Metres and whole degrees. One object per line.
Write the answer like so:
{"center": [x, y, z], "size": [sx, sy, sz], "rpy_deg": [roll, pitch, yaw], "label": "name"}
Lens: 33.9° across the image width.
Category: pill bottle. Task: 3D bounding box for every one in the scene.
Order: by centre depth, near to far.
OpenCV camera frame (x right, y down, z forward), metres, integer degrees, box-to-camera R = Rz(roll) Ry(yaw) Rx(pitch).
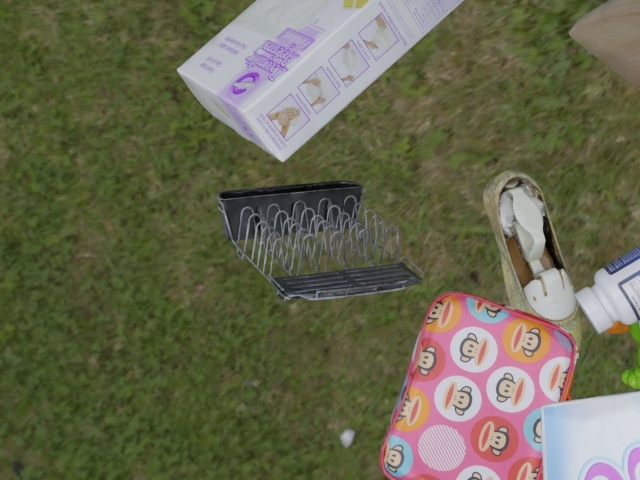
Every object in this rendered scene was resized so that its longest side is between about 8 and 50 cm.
{"center": [0.330, 0.046, 1.098], "size": [0.120, 0.067, 0.067], "rpy_deg": [-32, 92, 7], "label": "pill bottle"}

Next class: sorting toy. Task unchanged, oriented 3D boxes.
{"center": [0.459, -0.228, 1.226], "size": [0.255, 0.257, 0.089], "rpy_deg": [36, 83, -6], "label": "sorting toy"}

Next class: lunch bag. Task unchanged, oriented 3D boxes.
{"center": [0.238, 0.234, 1.465], "size": [0.258, 0.120, 0.293], "rpy_deg": [20, 85, 10], "label": "lunch bag"}

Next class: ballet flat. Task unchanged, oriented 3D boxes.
{"center": [0.375, 0.037, 1.829], "size": [0.123, 0.123, 0.348], "rpy_deg": [-23, 77, 27], "label": "ballet flat"}

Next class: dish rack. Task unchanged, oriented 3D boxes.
{"center": [0.000, 0.000, 1.344], "size": [0.208, 0.271, 0.074], "rpy_deg": [-8, 112, -21], "label": "dish rack"}

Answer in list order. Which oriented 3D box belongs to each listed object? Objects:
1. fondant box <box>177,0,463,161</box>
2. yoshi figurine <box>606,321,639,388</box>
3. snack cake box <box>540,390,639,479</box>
{"center": [-0.004, -0.274, 1.392], "size": [0.330, 0.238, 0.096], "rpy_deg": [-43, 124, -6], "label": "fondant box"}
{"center": [0.550, 0.138, 1.677], "size": [0.203, 0.362, 0.203], "rpy_deg": [-29, 110, 2], "label": "yoshi figurine"}
{"center": [0.195, 0.223, 0.557], "size": [0.089, 0.152, 0.264], "rpy_deg": [-16, 64, 38], "label": "snack cake box"}
